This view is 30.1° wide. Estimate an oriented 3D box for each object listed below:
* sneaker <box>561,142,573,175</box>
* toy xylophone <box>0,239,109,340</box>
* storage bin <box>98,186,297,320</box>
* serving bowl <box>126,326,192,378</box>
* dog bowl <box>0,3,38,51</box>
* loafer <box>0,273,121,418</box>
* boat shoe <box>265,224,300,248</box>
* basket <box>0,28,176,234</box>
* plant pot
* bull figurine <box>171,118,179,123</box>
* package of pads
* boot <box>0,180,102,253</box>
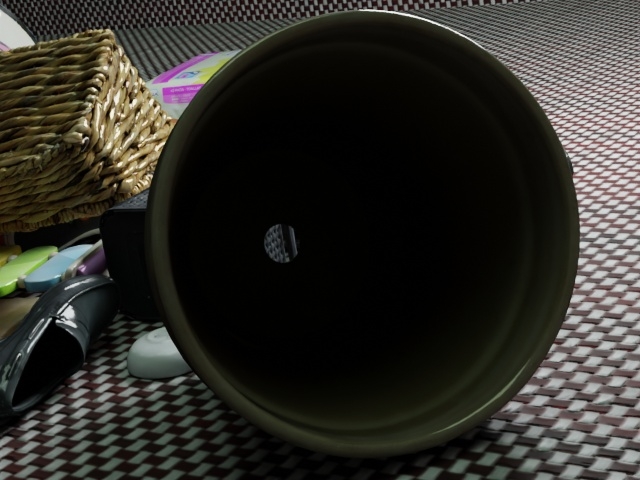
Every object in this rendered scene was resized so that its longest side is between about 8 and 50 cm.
[{"bbox_3d":[0.219,-0.050,1.331,0.106,0.101,0.267,-26,12,23],"label":"sneaker"},{"bbox_3d":[-0.364,0.045,1.300,0.322,0.081,0.236,-6,18,8],"label":"toy xylophone"},{"bbox_3d":[-0.123,0.012,1.214,0.180,0.122,0.084,0,20,27],"label":"storage bin"},{"bbox_3d":[-0.142,0.099,1.112,0.083,0.027,0.083,-9,18,3],"label":"serving bowl"},{"bbox_3d":[-0.567,-0.164,1.597,0.408,0.408,0.150,-9,54,2],"label":"dog bowl"},{"bbox_3d":[-0.245,0.099,1.098,0.078,0.076,0.223,6,27,25],"label":"loafer"},{"bbox_3d":[0.015,-0.039,1.355,0.285,0.103,0.092,-7,23,18],"label":"boat shoe"},{"bbox_3d":[-0.334,-0.083,1.404,0.299,0.223,0.213,-7,54,19],"label":"basket"},{"bbox_3d":[0.000,0.000,0.975,0.323,0.323,0.280,-15,2,-18],"label":"plant pot"},{"bbox_3d":[-0.243,-0.125,1.730,0.310,0.101,0.188,-8,16,4],"label":"bull figurine"},{"bbox_3d":[-0.162,-0.283,2.176,0.229,0.101,0.296,-3,19,19],"label":"package of pads"},{"bbox_3d":[-0.327,-0.053,1.583,0.244,0.088,0.176,-23,21,-27],"label":"boot"}]
